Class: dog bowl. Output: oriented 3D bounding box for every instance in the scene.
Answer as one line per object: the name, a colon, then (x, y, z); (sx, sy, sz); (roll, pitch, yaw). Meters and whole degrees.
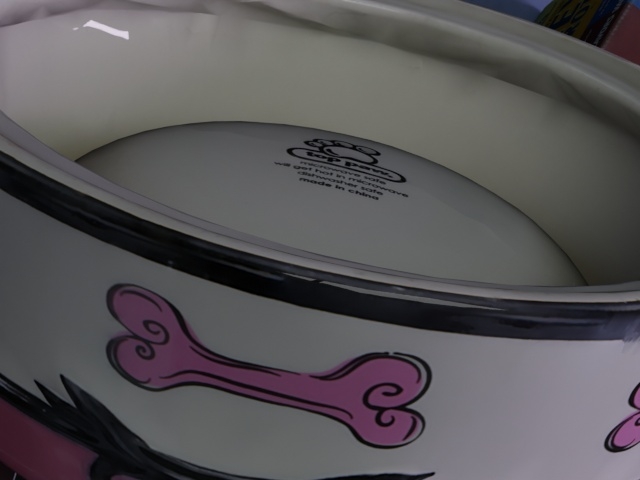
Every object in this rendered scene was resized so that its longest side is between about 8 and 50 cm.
dog bowl: (0.000, 0.000, 0.827); (0.408, 0.408, 0.150); (4, 114, -20)

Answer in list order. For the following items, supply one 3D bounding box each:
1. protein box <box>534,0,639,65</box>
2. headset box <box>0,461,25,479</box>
protein box: (0.220, -0.063, 1.090); (0.201, 0.200, 0.136); (37, 67, -8)
headset box: (-0.222, 0.126, 0.871); (0.293, 0.218, 0.110); (19, 71, -15)
